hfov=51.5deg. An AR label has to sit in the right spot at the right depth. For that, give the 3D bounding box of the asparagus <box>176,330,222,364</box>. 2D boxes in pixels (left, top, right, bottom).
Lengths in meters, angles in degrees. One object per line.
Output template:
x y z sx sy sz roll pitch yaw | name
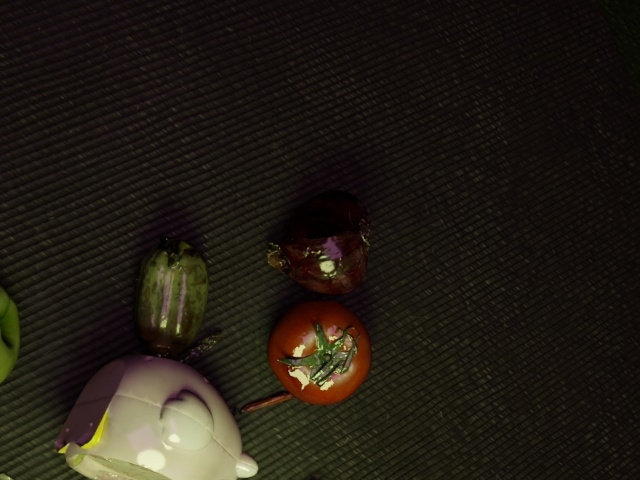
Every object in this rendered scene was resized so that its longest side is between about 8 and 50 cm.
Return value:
-0.307 0.275 1.623 0.165 0.030 0.036 -37 74 -15 | asparagus

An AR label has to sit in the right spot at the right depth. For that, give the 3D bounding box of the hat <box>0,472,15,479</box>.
-0.738 0.632 1.417 0.251 0.110 0.252 1 86 -17 | hat

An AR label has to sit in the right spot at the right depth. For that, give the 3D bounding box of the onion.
0.019 -0.002 1.658 0.281 0.280 0.221 -60 147 -12 | onion

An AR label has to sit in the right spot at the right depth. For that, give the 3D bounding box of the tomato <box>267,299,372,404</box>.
-0.002 0.270 1.622 0.255 0.224 0.256 0 90 -15 | tomato

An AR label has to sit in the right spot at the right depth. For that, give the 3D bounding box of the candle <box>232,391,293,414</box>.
-0.149 0.412 1.671 0.167 0.021 0.026 -13 111 -19 | candle

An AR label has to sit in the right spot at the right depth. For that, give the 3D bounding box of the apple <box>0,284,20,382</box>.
-0.764 0.203 1.378 0.278 0.279 0.280 1 86 -18 | apple

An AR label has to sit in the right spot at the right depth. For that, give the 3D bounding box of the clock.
-0.343 0.419 1.459 0.376 0.368 0.251 39 48 -29 | clock

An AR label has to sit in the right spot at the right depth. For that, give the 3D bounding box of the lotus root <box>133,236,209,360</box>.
-0.357 0.148 1.552 0.173 0.173 0.310 10 84 -17 | lotus root
